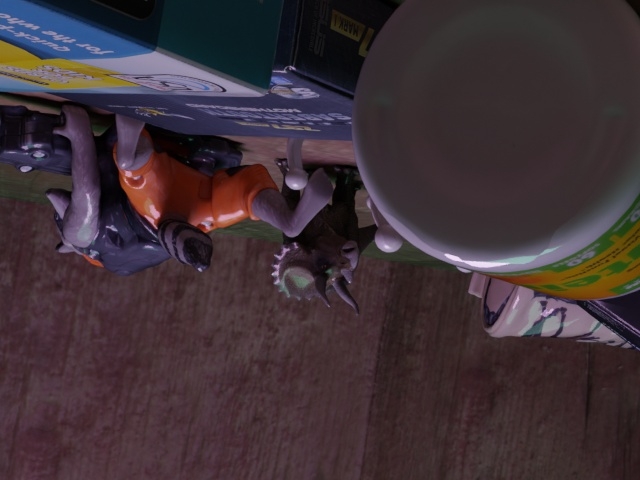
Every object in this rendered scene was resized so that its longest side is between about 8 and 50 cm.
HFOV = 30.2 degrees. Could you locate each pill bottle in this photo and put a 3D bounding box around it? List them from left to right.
[{"bbox_3d":[0.125,-0.041,0.600,0.136,0.136,0.246,7,176,27],"label":"pill bottle"}]

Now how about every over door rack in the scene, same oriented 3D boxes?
[{"bbox_3d":[0.161,-0.021,0.938,0.324,0.108,0.239,10,179,40],"label":"over door rack"}]

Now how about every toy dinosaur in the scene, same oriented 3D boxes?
[{"bbox_3d":[0.000,0.000,1.344,0.121,0.160,0.313,8,175,5],"label":"toy dinosaur"}]

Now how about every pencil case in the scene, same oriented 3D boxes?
[{"bbox_3d":[0.400,0.067,1.469,0.410,0.160,0.183,8,162,-4],"label":"pencil case"}]

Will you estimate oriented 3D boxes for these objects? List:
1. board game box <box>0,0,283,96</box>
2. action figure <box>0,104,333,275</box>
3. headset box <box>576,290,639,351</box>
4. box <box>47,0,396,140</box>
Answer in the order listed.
[{"bbox_3d":[-0.222,-0.128,0.507,0.336,0.079,0.254,6,175,35],"label":"board game box"},{"bbox_3d":[-0.197,-0.041,1.116,0.341,0.178,0.330,8,167,-27],"label":"action figure"},{"bbox_3d":[0.379,0.073,1.125,0.246,0.131,0.283,36,-178,12],"label":"headset box"},{"bbox_3d":[-0.051,-0.101,0.683,0.233,0.059,0.183,6,177,35],"label":"box"}]
